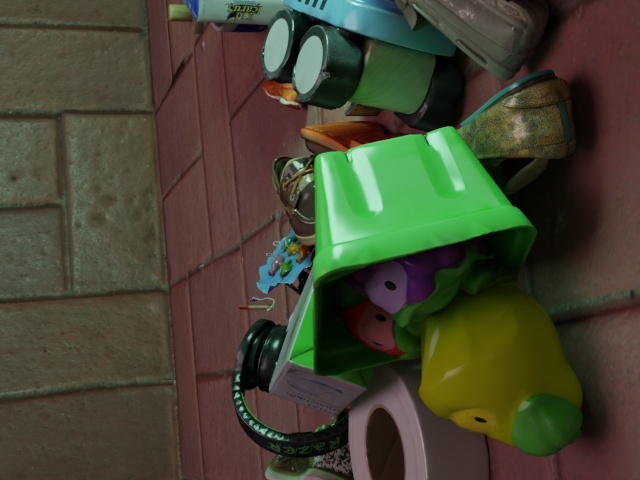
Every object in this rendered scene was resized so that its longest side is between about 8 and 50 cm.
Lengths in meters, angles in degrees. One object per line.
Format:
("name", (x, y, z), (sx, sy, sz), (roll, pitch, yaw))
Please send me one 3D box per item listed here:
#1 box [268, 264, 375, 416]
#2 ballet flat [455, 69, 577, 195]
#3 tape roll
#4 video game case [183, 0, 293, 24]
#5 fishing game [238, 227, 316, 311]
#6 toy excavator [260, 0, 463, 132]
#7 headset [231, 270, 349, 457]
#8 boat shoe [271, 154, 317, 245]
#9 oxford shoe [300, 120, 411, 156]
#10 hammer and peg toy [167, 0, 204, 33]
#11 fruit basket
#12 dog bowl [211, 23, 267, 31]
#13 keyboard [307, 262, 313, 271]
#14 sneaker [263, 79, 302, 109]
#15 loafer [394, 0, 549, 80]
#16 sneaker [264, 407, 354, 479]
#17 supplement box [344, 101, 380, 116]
("box", (0.027, 0.112, 1.431), (0.231, 0.127, 0.261), (115, 175, -66))
("ballet flat", (0.200, -0.104, 1.161), (0.348, 0.123, 0.123), (153, 112, -68))
("tape roll", (0.138, 0.315, 1.387), (0.286, 0.100, 0.286), (178, 90, -69))
("video game case", (-0.152, -0.497, 1.854), (0.269, 0.244, 0.061), (-121, 33, -53))
("fishing game", (-0.056, 0.019, 1.717), (0.264, 0.041, 0.189), (-55, 23, -20))
("toy excavator", (0.075, -0.427, 1.366), (0.433, 0.222, 0.445), (45, 121, 59))
("headset", (-0.028, 0.220, 1.676), (0.185, 0.244, 0.394), (83, -176, -47))
("boat shoe", (-0.026, -0.089, 1.667), (0.123, 0.123, 0.342), (54, -179, -20))
("oxford shoe", (0.058, -0.117, 1.516), (0.364, 0.130, 0.132), (-143, 47, -64))
("hammer and peg toy", (-0.300, -0.653, 2.102), (0.361, 0.127, 0.265), (-116, 29, -46))
("fruit basket", (0.133, 0.099, 1.102), (0.392, 0.283, 0.391), (168, 90, -84))
("dog bowl", (-0.183, -0.608, 2.124), (0.265, 0.104, 0.264), (178, 90, -69))
("keyboard", (0.000, 0.000, 1.833), (0.100, 0.038, 0.192), (62, 157, 0))
("sneaker", (-0.068, -0.316, 1.940), (0.175, 0.064, 0.067), (34, 105, 59))
("loafer", (0.128, -0.312, 1.148), (0.319, 0.112, 0.111), (40, 130, 21))
("sneaker", (0.023, 0.403, 1.728), (0.182, 0.158, 0.410), (-65, 13, -15))
("supplement box", (0.074, -0.260, 1.544), (0.083, 0.056, 0.083), (136, 128, -64))
